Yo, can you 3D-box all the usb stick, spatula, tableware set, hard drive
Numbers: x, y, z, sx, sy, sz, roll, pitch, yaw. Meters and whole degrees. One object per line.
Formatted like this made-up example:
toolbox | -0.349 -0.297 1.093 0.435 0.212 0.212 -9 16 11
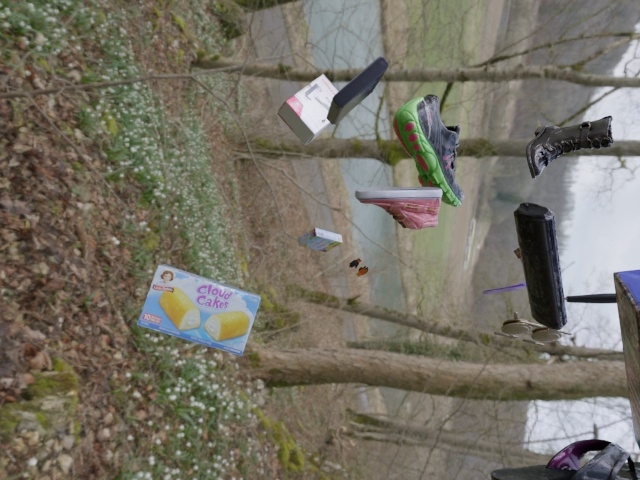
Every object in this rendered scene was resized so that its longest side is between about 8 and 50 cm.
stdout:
usb stick | 0.422 0.055 0.854 0.045 0.077 0.278 -32 119 -18
spatula | 0.508 0.116 0.971 0.084 0.296 0.031 36 60 -68
tableware set | 0.644 0.268 1.370 0.128 0.194 0.039 124 -22 -55
hard drive | 0.054 -0.230 0.702 0.094 0.022 0.135 -41 -175 0

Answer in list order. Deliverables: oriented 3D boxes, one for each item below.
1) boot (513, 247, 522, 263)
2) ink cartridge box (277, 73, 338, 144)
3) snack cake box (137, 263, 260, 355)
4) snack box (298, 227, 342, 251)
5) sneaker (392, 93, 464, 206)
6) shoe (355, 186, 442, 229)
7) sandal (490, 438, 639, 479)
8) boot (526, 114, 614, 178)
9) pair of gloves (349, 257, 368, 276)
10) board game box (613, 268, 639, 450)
boot | 0.704 0.040 1.458 0.106 0.114 0.037 47 19 -25
ink cartridge box | -0.021 -0.476 1.626 0.218 0.159 0.092 -46 -173 -30
snack cake box | -0.298 0.172 1.127 0.089 0.264 0.152 172 -64 -82
snack box | 0.000 0.000 1.696 0.141 0.100 0.037 15 55 -42
sneaker | 0.435 -0.304 1.600 0.202 0.185 0.483 -40 130 -5
shoe | 0.155 -0.063 0.890 0.063 0.177 0.081 -126 -144 -72
sandal | 0.625 0.539 1.062 0.167 0.445 0.107 131 -41 -74
boot | 0.795 -0.304 1.423 0.091 0.228 0.263 53 55 -36
pair of gloves | 0.172 0.122 2.022 0.074 0.083 0.010 -39 -173 36
board game box | 0.549 0.184 0.590 0.141 0.231 0.291 -37 116 -62
